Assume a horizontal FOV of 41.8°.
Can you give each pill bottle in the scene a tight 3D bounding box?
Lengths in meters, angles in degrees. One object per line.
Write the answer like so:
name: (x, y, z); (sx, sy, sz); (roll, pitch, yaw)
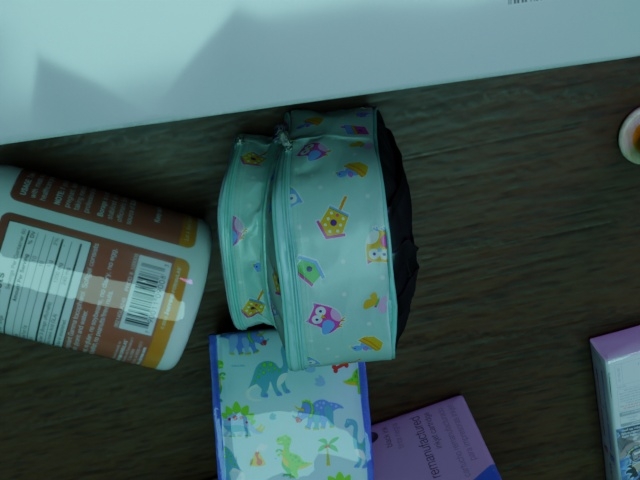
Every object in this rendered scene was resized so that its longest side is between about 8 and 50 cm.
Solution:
pill bottle: (-0.198, 0.015, 0.620); (0.216, 0.121, 0.121); (16, 112, -14)

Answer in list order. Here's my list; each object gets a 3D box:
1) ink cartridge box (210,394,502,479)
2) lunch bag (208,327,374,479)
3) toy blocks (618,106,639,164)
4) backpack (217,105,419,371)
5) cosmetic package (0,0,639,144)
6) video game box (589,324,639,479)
ink cartridge box: (0.020, 0.287, 0.716); (0.307, 0.223, 0.129); (-19, 116, 2)
lunch bag: (-0.024, 0.150, 0.693); (0.128, 0.096, 0.151); (-5, 76, -5)
toy blocks: (0.299, -0.085, 0.621); (0.054, 0.148, 0.123); (28, 109, -19)
backpack: (0.000, 0.000, 0.600); (0.144, 0.188, 0.166); (-5, 116, -5)
cosmetic package: (-0.056, -0.151, 0.471); (0.377, 0.284, 0.097); (-8, 117, -3)
video game box: (0.369, 0.151, 0.796); (0.205, 0.048, 0.187); (-15, 114, 0)
